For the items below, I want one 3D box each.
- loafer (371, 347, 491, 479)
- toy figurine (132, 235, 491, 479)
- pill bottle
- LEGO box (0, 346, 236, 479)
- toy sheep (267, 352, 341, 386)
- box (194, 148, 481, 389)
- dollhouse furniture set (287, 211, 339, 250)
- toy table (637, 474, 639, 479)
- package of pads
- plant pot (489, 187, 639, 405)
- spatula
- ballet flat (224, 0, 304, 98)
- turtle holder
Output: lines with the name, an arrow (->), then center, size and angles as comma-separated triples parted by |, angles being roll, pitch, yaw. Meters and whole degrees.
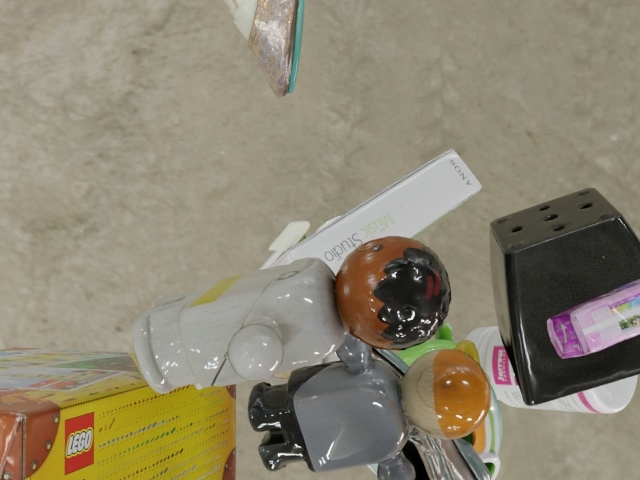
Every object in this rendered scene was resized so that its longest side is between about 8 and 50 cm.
loafer -> 0.080, 0.195, 0.892 | 0.267, 0.096, 0.084 | 50, 64, -27
toy figurine -> 0.019, 0.115, 0.400 | 0.213, 0.148, 0.209 | 58, 24, -52
pill bottle -> 0.397, 0.219, 1.589 | 0.160, 0.283, 0.160 | 6, 81, -40
LEGO box -> -0.363, 0.249, 1.066 | 0.500, 0.373, 0.193 | 5, 85, -73
toy sheep -> -0.001, 0.109, 0.769 | 0.132, 0.091, 0.091 | 26, 84, -48
box -> -0.004, 0.038, 0.934 | 0.232, 0.322, 0.058 | -32, 86, -35
dollhouse furniture set -> 0.000, 0.000, 1.963 | 0.152, 0.058, 0.076 | -26, 72, -46
toy table -> 0.442, 0.309, 0.932 | 0.252, 0.161, 0.274 | 53, 47, -20
package of pads -> 0.197, 0.049, 0.592 | 0.083, 0.050, 0.032 | -20, 82, -13
plant pot -> 0.281, 0.048, 1.006 | 0.188, 0.187, 0.167 | -20, 105, 9
spatula -> -0.018, 0.020, 1.362 | 0.168, 0.242, 0.019 | -12, 69, -31
ballet flat -> -0.058, -0.313, 0.983 | 0.106, 0.107, 0.316 | 8, 117, -6
turtle holder -> 0.161, 0.315, 1.426 | 0.243, 0.227, 0.320 | -3, 134, -35
